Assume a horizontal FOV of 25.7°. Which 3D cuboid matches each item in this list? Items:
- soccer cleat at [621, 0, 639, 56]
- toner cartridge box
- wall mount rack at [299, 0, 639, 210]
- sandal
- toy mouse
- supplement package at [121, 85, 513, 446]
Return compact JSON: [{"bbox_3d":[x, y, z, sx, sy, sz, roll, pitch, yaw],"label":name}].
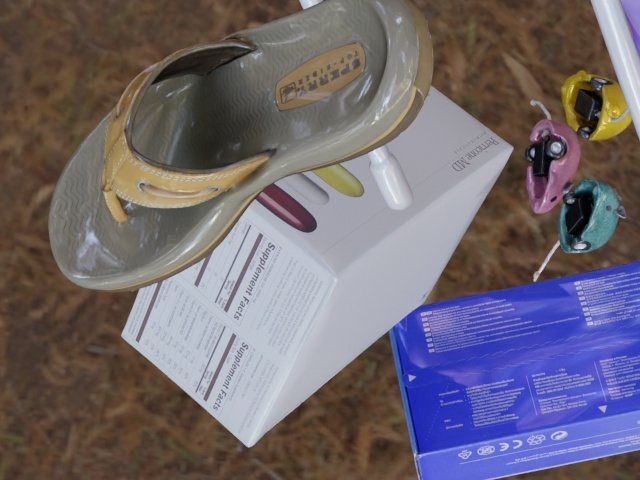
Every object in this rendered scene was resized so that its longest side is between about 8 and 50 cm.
[{"bbox_3d":[0.231,-0.139,0.846,0.095,0.248,0.083,23,82,35],"label":"soccer cleat"},{"bbox_3d":[0.247,0.116,1.314,0.347,0.075,0.165,-11,50,3],"label":"toner cartridge box"},{"bbox_3d":[0.090,-0.157,0.723,0.350,0.130,0.304,11,97,47],"label":"wall mount rack"},{"bbox_3d":[-0.041,-0.038,0.498,0.180,0.049,0.072,-26,70,34],"label":"sandal"},{"bbox_3d":[0.166,-0.039,0.904,0.161,0.031,0.143,-127,43,-67],"label":"toy mouse"},{"bbox_3d":[0.000,0.000,1.132,0.145,0.262,0.204,39,132,14],"label":"supplement package"}]
